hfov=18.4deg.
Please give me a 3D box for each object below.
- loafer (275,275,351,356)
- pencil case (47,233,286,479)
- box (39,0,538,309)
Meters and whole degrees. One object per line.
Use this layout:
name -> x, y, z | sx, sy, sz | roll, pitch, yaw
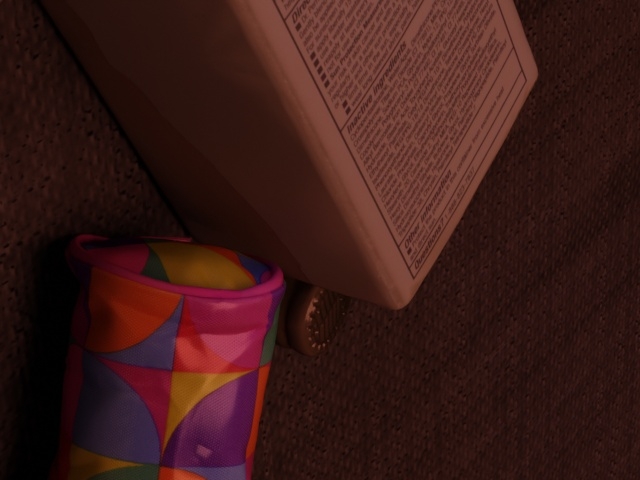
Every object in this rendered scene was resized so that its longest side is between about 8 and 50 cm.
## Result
loafer -> 0.000, 0.000, 0.969 | 0.148, 0.050, 0.056 | -56, 152, -54
pencil case -> -0.079, 0.113, 0.856 | 0.104, 0.104, 0.236 | -9, 115, -56
box -> -0.025, -0.122, 0.792 | 0.148, 0.121, 0.311 | -58, 146, -23
